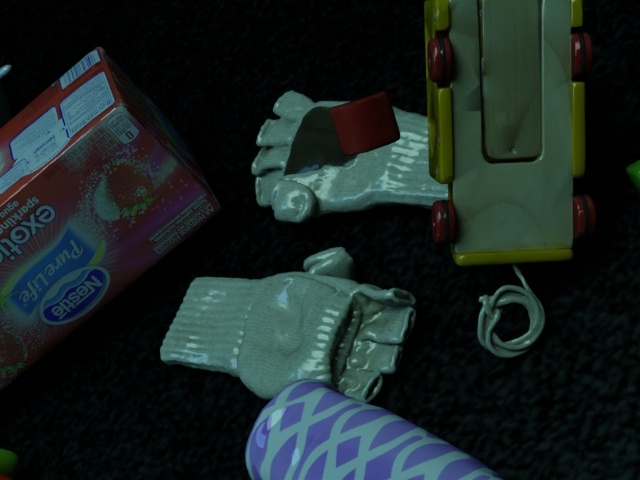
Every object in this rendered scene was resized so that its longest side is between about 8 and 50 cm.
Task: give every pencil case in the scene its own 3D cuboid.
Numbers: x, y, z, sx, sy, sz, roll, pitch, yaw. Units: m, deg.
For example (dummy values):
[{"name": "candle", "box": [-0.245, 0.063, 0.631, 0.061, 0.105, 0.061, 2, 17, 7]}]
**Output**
[{"name": "pencil case", "box": [0.047, 0.150, 0.789, 0.206, 0.088, 0.086, 28, 84, 44]}]

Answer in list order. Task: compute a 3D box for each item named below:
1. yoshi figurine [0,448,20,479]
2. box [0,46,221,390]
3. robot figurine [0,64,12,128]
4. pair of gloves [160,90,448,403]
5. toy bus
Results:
[{"name": "yoshi figurine", "box": [-0.267, 0.236, 0.898, 0.362, 0.203, 0.203, 12, 82, 39]}, {"name": "box", "box": [-0.218, -0.009, 1.065, 0.257, 0.122, 0.128, -39, 31, 5]}, {"name": "robot figurine", "box": [-0.417, -0.092, 1.210, 0.353, 0.300, 0.200, 4, 16, 24]}, {"name": "pair of gloves", "box": [0.000, 0.000, 0.971, 0.204, 0.042, 0.240, 12, 67, 41]}, {"name": "toy bus", "box": [0.115, -0.064, 0.879, 0.202, 0.191, 0.104, -46, 8, 5]}]
